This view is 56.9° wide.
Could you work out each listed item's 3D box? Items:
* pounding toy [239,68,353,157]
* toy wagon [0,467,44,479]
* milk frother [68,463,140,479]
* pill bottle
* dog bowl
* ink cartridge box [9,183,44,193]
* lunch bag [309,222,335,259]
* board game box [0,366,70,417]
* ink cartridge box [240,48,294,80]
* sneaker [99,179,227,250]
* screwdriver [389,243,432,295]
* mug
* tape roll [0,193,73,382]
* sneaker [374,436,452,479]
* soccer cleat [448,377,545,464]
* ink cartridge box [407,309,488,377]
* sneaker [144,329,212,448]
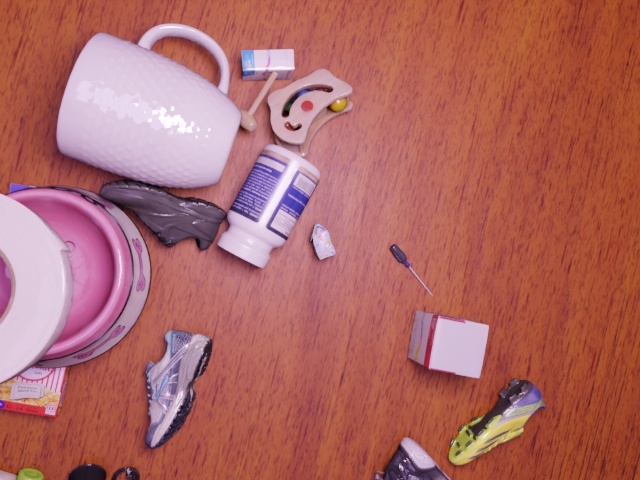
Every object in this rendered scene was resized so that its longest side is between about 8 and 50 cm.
[{"bbox_3d":[-0.049,-0.301,1.366,0.270,0.155,0.154,-29,71,-7],"label":"pounding toy"},{"bbox_3d":[-0.797,0.620,1.324,0.345,0.068,0.267,21,87,-8],"label":"toy wagon"},{"bbox_3d":[-0.488,0.583,1.333,0.143,0.134,0.129,-25,124,-4],"label":"milk frother"},{"bbox_3d":[-0.123,-0.077,1.376,0.153,0.153,0.264,30,86,-7],"label":"pill bottle"},{"bbox_3d":[-0.577,0.070,1.248,0.409,0.150,0.407,1,82,-8],"label":"dog bowl"},{"bbox_3d":[-0.630,-0.018,1.360,0.209,0.045,0.206,8,89,-6],"label":"ink cartridge box"},{"bbox_3d":[0.000,0.000,1.434,0.053,0.071,0.083,-17,94,-4],"label":"lunch bag"},{"bbox_3d":[-0.654,0.294,1.354,0.147,0.045,0.193,11,87,-8],"label":"board game box"},{"bbox_3d":[-0.126,-0.417,1.407,0.123,0.088,0.052,-5,90,-8],"label":"ink cartridge box"},{"bbox_3d":[-0.361,-0.055,1.348,0.287,0.109,0.130,18,96,-21],"label":"sneaker"},{"bbox_3d":[0.235,0.075,1.492,0.025,0.024,0.170,-41,98,23],"label":"screwdriver"},{"bbox_3d":[-0.337,-0.301,1.294,0.328,0.276,0.373,20,76,-10],"label":"mug"},{"bbox_3d":[-0.675,0.093,1.118,0.393,0.072,0.391,1,83,-8],"label":"tape roll"},{"bbox_3d":[0.254,0.629,1.458,0.153,0.101,0.268,-42,89,-5],"label":"sneaker"},{"bbox_3d":[0.450,0.476,1.488,0.289,0.093,0.121,-42,102,-5],"label":"soccer cleat"},{"bbox_3d":[0.302,0.245,1.424,0.128,0.176,0.127,11,86,-8],"label":"ink cartridge box"},{"bbox_3d":[-0.355,0.341,1.384,0.122,0.110,0.282,21,84,10],"label":"sneaker"}]
